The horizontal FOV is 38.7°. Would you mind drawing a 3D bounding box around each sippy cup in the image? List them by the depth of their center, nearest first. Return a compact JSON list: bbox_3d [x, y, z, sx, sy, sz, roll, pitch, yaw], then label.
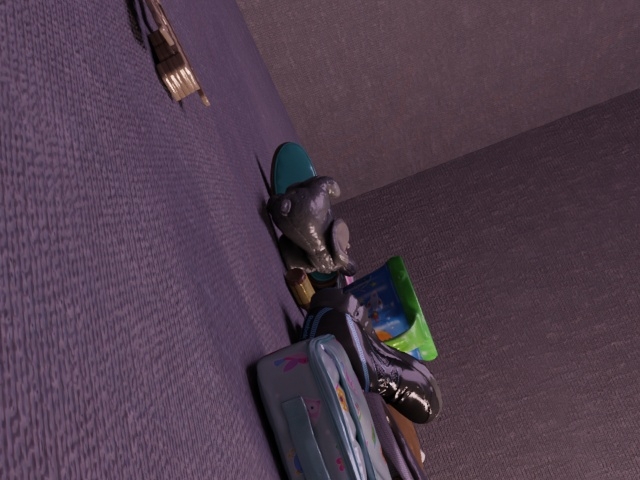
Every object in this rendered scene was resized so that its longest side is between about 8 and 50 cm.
[{"bbox_3d":[0.111,0.178,1.981,0.305,0.224,0.240,56,14,-71],"label":"sippy cup"}]

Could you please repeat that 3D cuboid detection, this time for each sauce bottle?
[{"bbox_3d":[-0.031,0.106,1.774,0.042,0.042,0.128,-107,176,-45],"label":"sauce bottle"}]

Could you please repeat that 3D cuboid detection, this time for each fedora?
[{"bbox_3d":[0.098,0.387,1.470,0.275,0.124,0.244,62,4,-10],"label":"fedora"}]

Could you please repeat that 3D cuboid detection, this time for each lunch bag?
[{"bbox_3d":[0.015,0.259,1.134,0.224,0.108,0.279,40,30,-82],"label":"lunch bag"}]

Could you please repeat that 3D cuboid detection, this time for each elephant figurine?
[{"bbox_3d":[0.000,0.000,1.841,0.169,0.186,0.239,-1,-66,60],"label":"elephant figurine"}]

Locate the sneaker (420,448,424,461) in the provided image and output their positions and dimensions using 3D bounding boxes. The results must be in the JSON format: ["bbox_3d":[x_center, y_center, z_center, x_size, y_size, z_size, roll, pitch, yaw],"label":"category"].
[{"bbox_3d":[0.109,0.389,1.909,0.147,0.104,0.296,50,2,39],"label":"sneaker"}]

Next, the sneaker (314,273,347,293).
[{"bbox_3d":[0.000,0.023,2.171,0.106,0.101,0.267,42,28,-76],"label":"sneaker"}]

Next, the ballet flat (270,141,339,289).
[{"bbox_3d":[-0.041,-0.047,2.040,0.124,0.116,0.342,123,-51,-70],"label":"ballet flat"}]

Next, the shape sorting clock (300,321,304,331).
[{"bbox_3d":[0.012,0.237,1.661,0.206,0.040,0.206,59,14,-24],"label":"shape sorting clock"}]

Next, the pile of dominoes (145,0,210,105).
[{"bbox_3d":[-0.241,-0.312,1.298,0.251,0.040,0.196,62,0,32],"label":"pile of dominoes"}]

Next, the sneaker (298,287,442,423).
[{"bbox_3d":[0.081,0.237,1.603,0.341,0.125,0.140,44,51,-23],"label":"sneaker"}]

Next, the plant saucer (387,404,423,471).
[{"bbox_3d":[0.128,0.406,1.695,0.278,0.041,0.278,40,42,-50],"label":"plant saucer"}]

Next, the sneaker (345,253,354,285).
[{"bbox_3d":[0.036,0.112,2.297,0.111,0.103,0.252,70,8,-62],"label":"sneaker"}]
